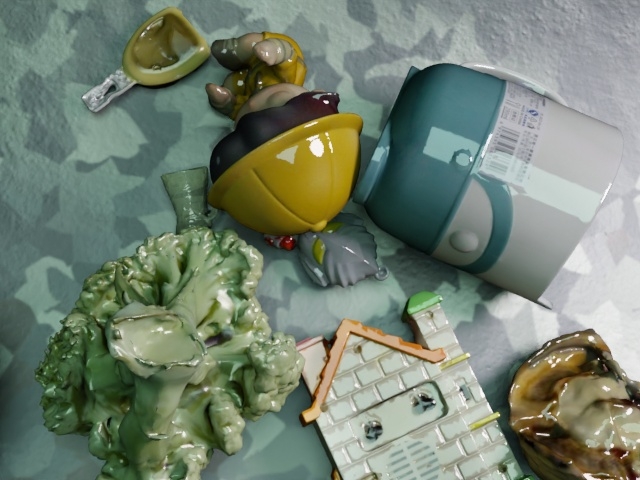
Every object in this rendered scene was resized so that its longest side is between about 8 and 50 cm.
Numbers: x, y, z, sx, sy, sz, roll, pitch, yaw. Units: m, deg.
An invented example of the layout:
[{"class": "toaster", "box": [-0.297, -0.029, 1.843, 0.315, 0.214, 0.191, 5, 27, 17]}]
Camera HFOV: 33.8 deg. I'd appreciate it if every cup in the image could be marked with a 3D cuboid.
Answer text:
[{"class": "cup", "box": [0.197, -0.094, 1.212, 0.258, 0.219, 0.289, 24, 50, 0]}]

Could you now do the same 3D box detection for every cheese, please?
[{"class": "cheese", "box": [-0.218, -0.210, 1.276, 0.162, 0.036, 0.086, -38, 84, -9]}]

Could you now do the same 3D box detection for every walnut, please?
[{"class": "walnut", "box": [0.325, 0.220, 1.183, 0.238, 0.141, 0.204, 25, 51, 37]}]

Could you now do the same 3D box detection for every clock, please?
[{"class": "clock", "box": [0.083, 0.208, 1.200, 0.220, 0.106, 0.255, -23, 78, -9]}]

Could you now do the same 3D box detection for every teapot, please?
[{"class": "teapot", "box": [-0.151, -0.044, 1.245, 0.067, 0.057, 0.083, -9, 89, 20]}]

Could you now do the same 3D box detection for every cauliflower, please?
[{"class": "cauliflower", "box": [-0.147, 0.139, 1.108, 0.261, 0.281, 0.326, 15, 86, -27]}]

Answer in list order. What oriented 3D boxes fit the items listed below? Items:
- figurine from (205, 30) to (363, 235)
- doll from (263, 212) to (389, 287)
[{"class": "figurine", "box": [-0.043, -0.124, 1.186, 0.167, 0.192, 0.256, 13, 50, -27]}, {"class": "doll", "box": [0.000, 0.000, 1.241, 0.180, 0.079, 0.094, 30, 80, 13]}]
